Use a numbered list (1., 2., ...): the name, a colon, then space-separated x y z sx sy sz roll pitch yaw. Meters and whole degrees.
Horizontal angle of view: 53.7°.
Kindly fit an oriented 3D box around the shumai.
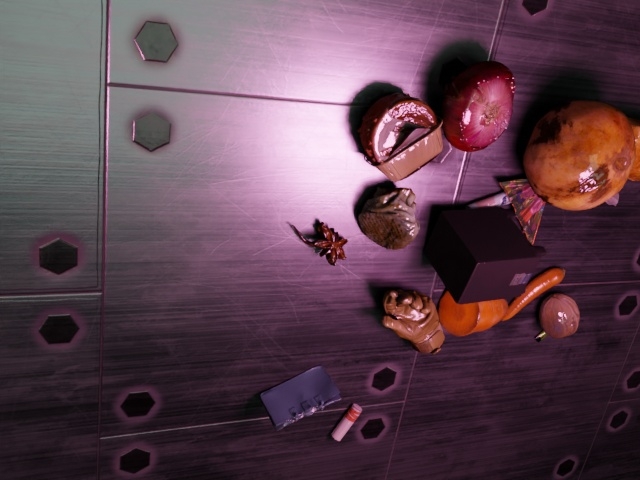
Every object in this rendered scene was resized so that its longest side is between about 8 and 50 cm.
1. shumai: 0.205 -0.072 1.793 0.142 0.184 0.184 -50 128 -30

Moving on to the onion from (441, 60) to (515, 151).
1. onion: 0.420 -0.362 1.699 0.248 0.161 0.248 -10 122 -17

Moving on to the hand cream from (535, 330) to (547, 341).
1. hand cream: 0.826 0.321 2.281 0.122 0.023 0.036 -43 134 3

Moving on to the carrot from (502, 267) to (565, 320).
1. carrot: 0.717 0.175 2.150 0.271 0.066 0.062 -37 79 0

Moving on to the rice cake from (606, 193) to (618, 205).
1. rice cake: 0.893 -0.198 2.042 0.270 0.049 0.055 35 82 -32

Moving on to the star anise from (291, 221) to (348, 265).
1. star anise: 0.000 0.000 1.759 0.190 0.070 0.097 37 70 -31

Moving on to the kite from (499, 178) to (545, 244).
1. kite: 0.658 -0.121 1.993 0.234 0.016 0.321 -46 130 -8

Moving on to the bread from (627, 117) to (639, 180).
1. bread: 1.014 -0.280 1.995 0.344 0.149 0.195 6 117 -29

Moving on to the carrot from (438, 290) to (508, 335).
1. carrot: 0.514 0.217 2.047 0.225 0.159 0.159 -3 116 -37

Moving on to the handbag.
1. handbag: -0.061 0.477 1.914 0.221 0.144 0.057 -21 122 -13

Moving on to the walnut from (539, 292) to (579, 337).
1. walnut: 0.827 0.260 2.189 0.140 0.140 0.162 -18 129 -14

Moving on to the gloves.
1. gloves: 0.281 0.230 1.943 0.154 0.141 0.331 -21 135 18

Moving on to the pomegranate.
1. pomegranate: 0.745 -0.244 1.822 0.322 0.322 0.322 -9 117 -18

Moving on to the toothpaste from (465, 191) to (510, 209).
1. toothpaste: 0.540 -0.121 1.942 0.205 0.036 0.056 -18 122 -19

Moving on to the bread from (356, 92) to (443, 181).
1. bread: 0.213 -0.278 1.665 0.224 0.142 0.212 -35 126 -3

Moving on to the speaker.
1. speaker: 0.479 0.040 1.863 0.254 0.232 0.184 -4 134 -22

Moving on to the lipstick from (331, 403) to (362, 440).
1. lipstick: 0.087 0.604 2.100 0.038 0.038 0.131 29 101 -31
